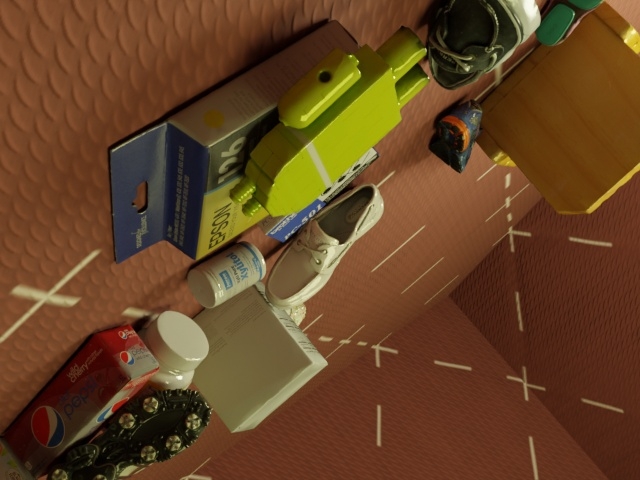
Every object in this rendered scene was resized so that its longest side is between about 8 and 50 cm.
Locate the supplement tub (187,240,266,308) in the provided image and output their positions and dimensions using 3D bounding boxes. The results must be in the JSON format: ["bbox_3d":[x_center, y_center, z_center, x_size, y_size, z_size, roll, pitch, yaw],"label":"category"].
[{"bbox_3d":[-0.144,0.052,1.501,0.107,0.071,0.071,-32,165,-36],"label":"supplement tub"}]

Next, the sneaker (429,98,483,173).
[{"bbox_3d":[0.267,-0.194,1.823,0.087,0.083,0.221,-46,172,-11],"label":"sneaker"}]

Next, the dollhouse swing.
[{"bbox_3d":[0.514,-0.237,1.875,0.347,0.305,0.315,-45,166,17],"label":"dollhouse swing"}]

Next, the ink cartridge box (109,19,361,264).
[{"bbox_3d":[-0.103,-0.089,1.162,0.307,0.072,0.303,-37,167,-22],"label":"ink cartridge box"}]

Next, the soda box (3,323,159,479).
[{"bbox_3d":[-0.365,0.246,1.476,0.263,0.092,0.083,-45,166,22],"label":"soda box"}]

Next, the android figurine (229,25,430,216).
[{"bbox_3d":[0.009,-0.125,1.106,0.273,0.056,0.248,-42,165,-1],"label":"android figurine"}]

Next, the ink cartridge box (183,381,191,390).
[{"bbox_3d":[-0.333,0.318,1.948,0.224,0.056,0.181,-56,171,-14],"label":"ink cartridge box"}]

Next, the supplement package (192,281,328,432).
[{"bbox_3d":[-0.131,0.206,1.756,0.194,0.203,0.149,-40,167,3],"label":"supplement package"}]

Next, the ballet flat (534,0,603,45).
[{"bbox_3d":[0.427,-0.407,1.605,0.079,0.077,0.221,-55,179,-25],"label":"ballet flat"}]

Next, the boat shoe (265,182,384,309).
[{"bbox_3d":[0.000,0.000,1.692,0.277,0.098,0.096,-49,166,-8],"label":"boat shoe"}]

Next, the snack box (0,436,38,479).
[{"bbox_3d":[-0.489,0.390,1.497,0.100,0.141,0.037,-41,166,1],"label":"snack box"}]

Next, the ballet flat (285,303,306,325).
[{"bbox_3d":[-0.119,0.174,1.967,0.241,0.091,0.077,-36,145,-33],"label":"ballet flat"}]

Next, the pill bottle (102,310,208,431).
[{"bbox_3d":[-0.278,0.215,1.559,0.208,0.119,0.119,-47,165,25],"label":"pill bottle"}]

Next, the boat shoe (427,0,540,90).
[{"bbox_3d":[0.206,-0.271,1.297,0.119,0.121,0.335,-44,169,-2],"label":"boat shoe"}]

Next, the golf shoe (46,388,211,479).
[{"bbox_3d":[-0.297,0.316,1.511,0.273,0.105,0.120,-30,175,-8],"label":"golf shoe"}]

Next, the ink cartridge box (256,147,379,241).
[{"bbox_3d":[-0.007,-0.086,1.483,0.207,0.046,0.097,-41,166,6],"label":"ink cartridge box"}]
